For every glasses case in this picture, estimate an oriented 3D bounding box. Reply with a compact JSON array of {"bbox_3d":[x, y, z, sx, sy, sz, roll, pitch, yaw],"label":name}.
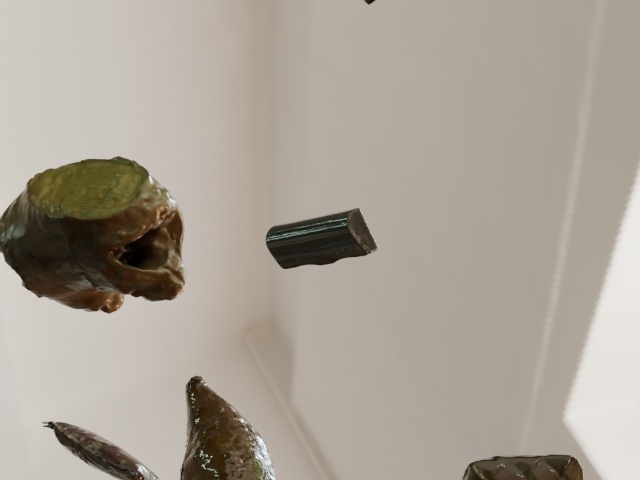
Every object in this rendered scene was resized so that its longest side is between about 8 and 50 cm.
[{"bbox_3d":[-0.001,0.001,2.428,0.190,0.072,0.042,-11,24,47],"label":"glasses case"}]

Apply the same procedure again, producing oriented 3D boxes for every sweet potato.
[{"bbox_3d":[-0.109,0.297,1.950,0.131,0.337,0.131,-20,-39,-18],"label":"sweet potato"}]

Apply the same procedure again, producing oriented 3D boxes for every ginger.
[{"bbox_3d":[-0.268,0.008,1.959,0.130,0.275,0.221,-44,-38,-40],"label":"ginger"}]

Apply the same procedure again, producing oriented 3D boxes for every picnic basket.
[{"bbox_3d":[0.154,0.247,1.293,0.128,0.138,0.178,-1,-18,-8],"label":"picnic basket"}]

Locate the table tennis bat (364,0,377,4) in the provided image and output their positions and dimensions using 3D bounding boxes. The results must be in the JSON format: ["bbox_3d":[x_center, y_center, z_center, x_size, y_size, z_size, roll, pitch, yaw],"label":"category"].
[{"bbox_3d":[0.004,-0.381,1.912,0.131,0.234,0.022,-31,1,23],"label":"table tennis bat"}]

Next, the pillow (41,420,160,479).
[{"bbox_3d":[-0.284,0.288,2.171,0.043,0.185,0.118,-62,-29,-13],"label":"pillow"}]
